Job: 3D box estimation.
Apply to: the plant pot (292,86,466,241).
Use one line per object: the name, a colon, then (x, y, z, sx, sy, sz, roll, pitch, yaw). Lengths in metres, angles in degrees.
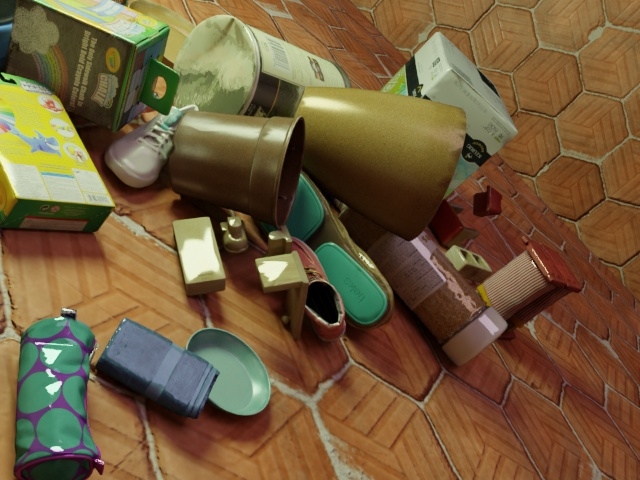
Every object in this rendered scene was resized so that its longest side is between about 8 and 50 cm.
plant pot: (0.072, -0.151, 1.122, 0.254, 0.237, 0.237, 20, 30, -7)

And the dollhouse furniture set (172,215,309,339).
dollhouse furniture set: (-0.114, 0.055, 0.931, 0.151, 0.123, 0.144, -8, 48, -16)

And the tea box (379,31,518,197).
tea box: (0.249, -0.269, 1.605, 0.220, 0.323, 0.329, 38, 26, -16)

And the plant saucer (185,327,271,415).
plant saucer: (-0.111, 0.156, 0.790, 0.119, 0.021, 0.119, 34, 28, -21)

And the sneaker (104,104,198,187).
sneaker: (-0.236, -0.151, 0.981, 0.080, 0.094, 0.212, 41, 26, -11)

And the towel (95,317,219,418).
towel: (-0.168, 0.135, 0.707, 0.119, 0.029, 0.067, 32, 46, -8)

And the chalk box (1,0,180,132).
chalk box: (-0.293, -0.245, 0.928, 0.213, 0.132, 0.132, 23, 29, -4)

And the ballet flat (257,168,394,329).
ballet flat: (0.000, 0.000, 1.105, 0.342, 0.116, 0.124, 48, 6, 10)

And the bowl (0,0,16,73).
bowl: (-0.553, -0.367, 0.859, 0.391, 0.077, 0.391, 34, 28, -21)

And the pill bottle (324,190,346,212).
pill bottle: (0.037, -0.116, 1.361, 0.120, 0.067, 0.067, 53, 27, 17)

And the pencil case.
pencil case: (-0.229, 0.137, 0.595, 0.070, 0.064, 0.151, 1, 44, -21)

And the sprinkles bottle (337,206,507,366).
sprinkles bottle: (0.182, 0.060, 1.251, 0.355, 0.121, 0.121, 50, 26, 12)

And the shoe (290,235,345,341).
shoe: (-0.014, 0.059, 0.984, 0.178, 0.063, 0.081, 62, -11, 19)

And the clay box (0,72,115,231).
clay box: (-0.348, -0.110, 0.803, 0.127, 0.053, 0.222, 4, 46, -54)

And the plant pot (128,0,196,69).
plant pot: (-0.278, -0.380, 1.334, 0.236, 0.032, 0.236, 33, 28, -20)

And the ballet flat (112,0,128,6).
ballet flat: (-0.404, -0.523, 1.323, 0.067, 0.073, 0.206, 16, 33, -27)

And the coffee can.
coffee can: (-0.099, -0.267, 1.232, 0.275, 0.201, 0.201, 6, 45, -52)

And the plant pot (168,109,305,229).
plant pot: (-0.121, -0.111, 0.982, 0.165, 0.167, 0.167, 11, 27, 6)

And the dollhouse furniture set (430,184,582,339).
dollhouse furniture set: (0.376, 0.015, 1.509, 0.152, 0.201, 0.374, 18, 37, -43)

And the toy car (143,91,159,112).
toy car: (-0.340, -0.309, 1.103, 0.239, 0.053, 0.225, 46, 20, -15)
